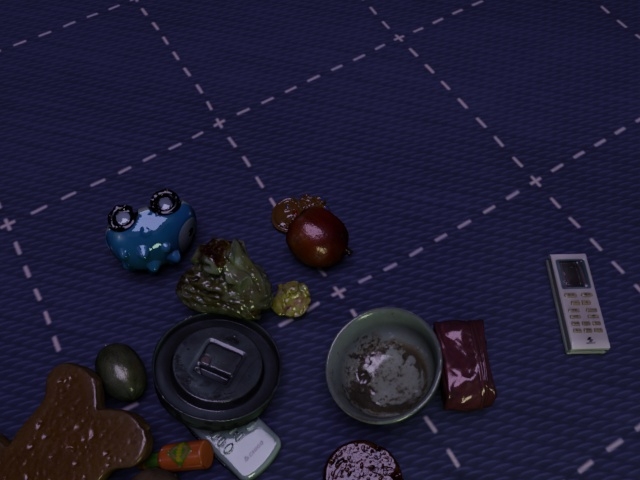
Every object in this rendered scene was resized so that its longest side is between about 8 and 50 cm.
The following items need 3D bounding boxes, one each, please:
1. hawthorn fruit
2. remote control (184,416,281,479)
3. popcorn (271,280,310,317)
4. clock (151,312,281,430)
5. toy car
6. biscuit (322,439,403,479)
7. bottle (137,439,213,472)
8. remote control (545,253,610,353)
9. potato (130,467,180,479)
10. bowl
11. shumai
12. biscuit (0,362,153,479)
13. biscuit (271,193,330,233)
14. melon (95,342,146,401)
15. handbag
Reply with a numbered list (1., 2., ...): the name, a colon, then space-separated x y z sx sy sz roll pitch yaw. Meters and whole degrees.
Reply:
1. hawthorn fruit: 0.000 0.000 1.763 0.188 0.169 0.169 36 67 16
2. remote control: -0.236 0.450 1.567 0.296 0.056 0.140 38 69 21
3. popcorn: -0.079 0.160 1.718 0.109 0.089 0.097 -35 100 -8
4. clock: -0.255 0.318 1.588 0.318 0.066 0.319 7 46 -7
5. toy car: -0.456 -0.008 1.762 0.255 0.188 0.190 -22 70 -14
6. biscuit: 0.099 0.564 1.501 0.192 0.049 0.192 -4 57 6
7. bottle: -0.349 0.514 1.512 0.187 0.069 0.069 -13 59 16
8. remote control: 0.685 0.164 1.712 0.102 0.055 0.277 -1 60 0
9. potato: -0.343 0.628 1.413 0.165 0.165 0.262 -38 64 -19
10. bowl: 0.169 0.322 1.564 0.289 0.146 0.289 -11 56 17
11. shumai: -0.245 0.081 1.655 0.255 0.218 0.189 6 31 7
12. biscuit: -0.622 0.504 1.499 0.368 0.076 0.394 36 79 21
13. biscuit: -0.062 -0.083 1.887 0.175 0.026 0.124 -21 62 -10
14. melon: -0.504 0.328 1.610 0.114 0.114 0.167 -33 68 -17
15. handbag: 0.355 0.306 1.586 0.135 0.146 0.225 -5 58 2
